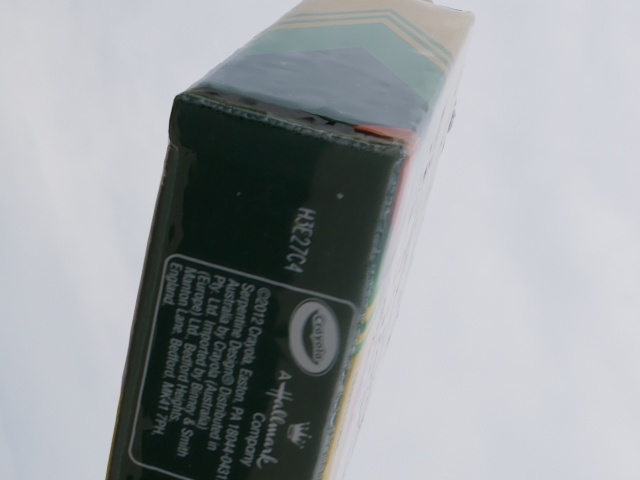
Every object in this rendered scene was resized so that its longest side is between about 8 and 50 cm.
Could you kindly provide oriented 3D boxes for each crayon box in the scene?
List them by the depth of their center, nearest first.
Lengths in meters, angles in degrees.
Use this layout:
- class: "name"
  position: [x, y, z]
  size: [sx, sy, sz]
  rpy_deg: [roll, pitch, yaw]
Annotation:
- class: "crayon box"
  position: [0.000, 0.000, 0.583]
  size: [0.318, 0.081, 0.202]
  rpy_deg: [-62, 166, -68]

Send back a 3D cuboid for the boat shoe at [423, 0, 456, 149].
- class: "boat shoe"
  position: [0.049, -0.086, 0.984]
  size: [0.285, 0.103, 0.092]
  rpy_deg: [96, -17, -73]
